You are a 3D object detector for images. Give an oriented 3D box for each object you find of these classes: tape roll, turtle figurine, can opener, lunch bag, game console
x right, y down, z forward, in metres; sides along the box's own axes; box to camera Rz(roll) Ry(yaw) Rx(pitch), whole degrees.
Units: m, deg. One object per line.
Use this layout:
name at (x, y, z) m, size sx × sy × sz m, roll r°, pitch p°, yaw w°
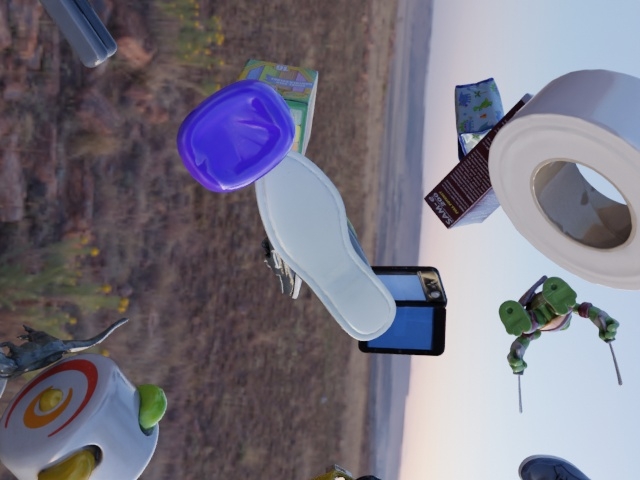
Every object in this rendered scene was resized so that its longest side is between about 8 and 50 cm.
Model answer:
tape roll at (0.358, -0.073, 1.003) m, size 0.100 × 0.286 × 0.286 m, roll -42°, pitch 153°, yaw -23°
turtle figurine at (0.449, 0.186, 1.471) m, size 0.266 × 0.197 × 0.275 m, roll 32°, pitch 65°, yaw -56°
can opener at (-0.432, -0.387, 1.203) m, size 0.284 × 0.095 × 0.076 m, roll 58°, pitch 22°, yaw -21°
lunch bag at (0.302, -0.205, 1.474) m, size 0.151 × 0.096 × 0.129 m, roll 55°, pitch 32°, yaw -52°
game console at (0.118, 0.108, 1.222) m, size 0.124 × 0.143 × 0.085 m, roll 66°, pitch 32°, yaw -43°

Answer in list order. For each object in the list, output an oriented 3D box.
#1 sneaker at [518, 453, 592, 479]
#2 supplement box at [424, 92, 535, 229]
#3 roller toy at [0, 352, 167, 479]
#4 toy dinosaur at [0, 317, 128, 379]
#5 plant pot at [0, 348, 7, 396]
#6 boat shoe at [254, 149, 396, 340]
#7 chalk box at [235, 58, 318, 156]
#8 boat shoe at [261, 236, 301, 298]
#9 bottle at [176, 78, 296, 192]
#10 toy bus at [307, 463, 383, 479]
sneaker at (0.477, 0.468, 1.419) m, size 0.163 × 0.226 × 0.086 m, roll 33°, pitch 83°, yaw -87°
supplement box at (0.291, -0.124, 1.262) m, size 0.239 × 0.073 × 0.130 m, roll -48°, pitch 158°, yaw 29°
roller toy at (-0.336, 0.259, 1.078) m, size 0.209 × 0.191 × 0.146 m, roll -58°, pitch 133°, yaw -37°
toy dinosaur at (-0.402, 0.154, 1.112) m, size 0.268 × 0.118 × 0.064 m, roll -15°, pitch 97°, yaw -63°
plant pot at (-0.675, 0.350, 1.292) m, size 0.334 × 0.333 × 0.306 m, roll -75°, pitch 173°, yaw -60°
boat shoe at (-0.004, 0.003, 1.057) m, size 0.305 × 0.109 × 0.091 m, roll 57°, pitch -5°, yaw -25°
chalk box at (-0.083, -0.200, 1.316) m, size 0.213 × 0.131 × 0.133 m, roll -80°, pitch -179°, yaw -58°
boat shoe at (-0.073, 0.006, 1.587) m, size 0.303 × 0.091 × 0.114 m, roll 96°, pitch -1°, yaw -45°
bottle at (-0.094, -0.122, 0.874) m, size 0.092 × 0.118 × 0.283 m, roll 55°, pitch 0°, yaw -12°
toy bus at (0.020, 0.328, 0.948) m, size 0.191 × 0.202 × 0.104 m, roll 103°, pitch -12°, yaw -47°
